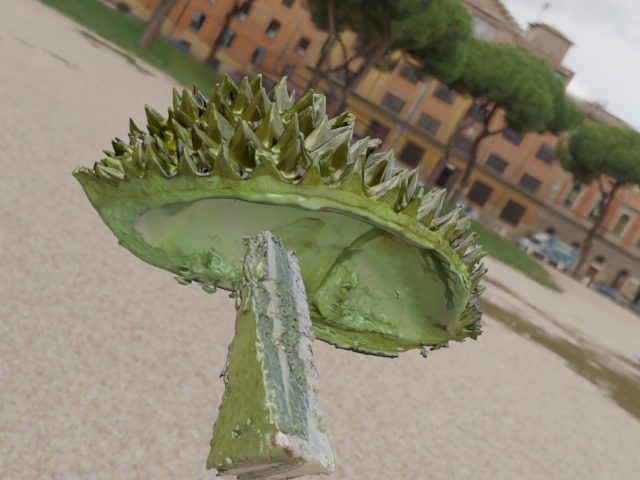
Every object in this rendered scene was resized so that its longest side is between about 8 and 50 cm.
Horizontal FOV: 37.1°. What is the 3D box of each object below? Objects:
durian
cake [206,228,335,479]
[{"bbox_3d":[0.005,0.004,0.777,0.394,0.198,0.163,32,8,-34],"label":"durian"},{"bbox_3d":[-0.030,0.061,0.493,0.051,0.055,0.140,35,34,-41],"label":"cake"}]
